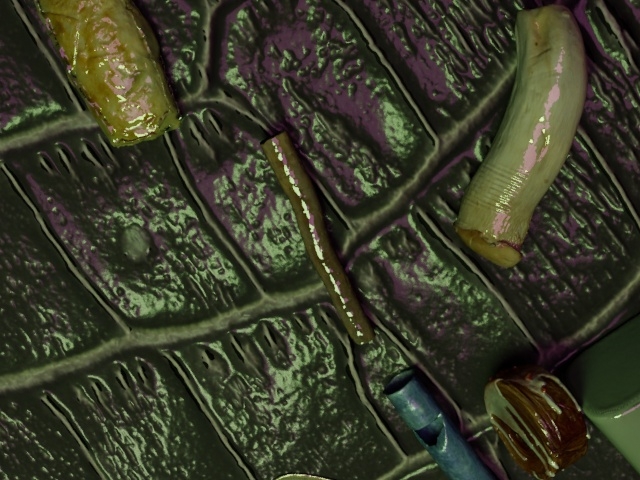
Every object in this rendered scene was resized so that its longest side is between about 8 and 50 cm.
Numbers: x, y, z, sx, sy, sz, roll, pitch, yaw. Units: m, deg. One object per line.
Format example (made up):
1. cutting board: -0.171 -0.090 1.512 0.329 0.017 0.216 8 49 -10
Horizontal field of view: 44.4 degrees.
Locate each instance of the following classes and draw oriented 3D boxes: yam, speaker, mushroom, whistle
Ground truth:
1. yam: 0.000 0.000 1.113 0.045 0.045 0.327 -13 107 39
2. speaker: 0.564 0.165 1.070 0.406 0.183 0.184 -37 105 10
3. mushroom: 0.273 -0.137 1.047 0.122 0.095 0.351 18 102 16
4. whistle: 0.204 0.325 1.176 0.062 0.062 0.304 -35 100 9

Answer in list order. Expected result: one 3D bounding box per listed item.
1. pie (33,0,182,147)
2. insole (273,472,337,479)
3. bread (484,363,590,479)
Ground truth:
1. pie: -0.289 -0.264 1.046 0.128 0.068 0.282 -24 98 6
2. insole: 0.072 0.463 1.239 0.348 0.009 0.119 29 102 -5
3. bread: 0.302 0.251 1.106 0.073 0.160 0.160 -25 103 -16
